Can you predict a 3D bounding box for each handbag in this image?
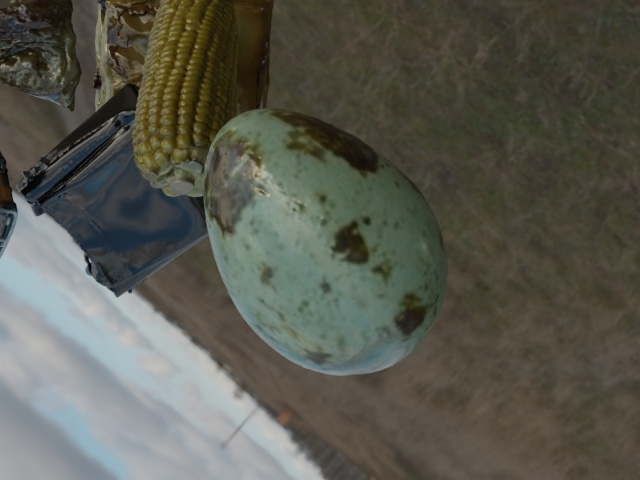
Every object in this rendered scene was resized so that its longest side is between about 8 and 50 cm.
[{"bbox_3d":[-0.305,-0.070,1.506,0.113,0.257,0.285,42,169,48],"label":"handbag"}]

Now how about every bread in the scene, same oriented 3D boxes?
[{"bbox_3d":[-0.211,-0.301,1.613,0.324,0.277,0.167,-3,-169,-32],"label":"bread"}]

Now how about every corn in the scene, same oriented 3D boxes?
[{"bbox_3d":[-0.183,-0.217,1.334,0.144,0.144,0.387,49,-152,-45],"label":"corn"}]

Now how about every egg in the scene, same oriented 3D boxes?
[{"bbox_3d":[0.000,0.000,0.738,0.231,0.169,0.169,51,168,-19],"label":"egg"}]

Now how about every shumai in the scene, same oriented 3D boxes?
[{"bbox_3d":[-0.297,-0.190,0.960,0.105,0.123,0.139,57,139,22],"label":"shumai"}]

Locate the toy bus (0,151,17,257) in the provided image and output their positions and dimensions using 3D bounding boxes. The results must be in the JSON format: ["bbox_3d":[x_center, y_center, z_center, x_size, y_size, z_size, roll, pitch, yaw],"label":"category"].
[{"bbox_3d":[-0.551,-0.058,1.248,0.275,0.138,0.167,8,-138,-34],"label":"toy bus"}]
